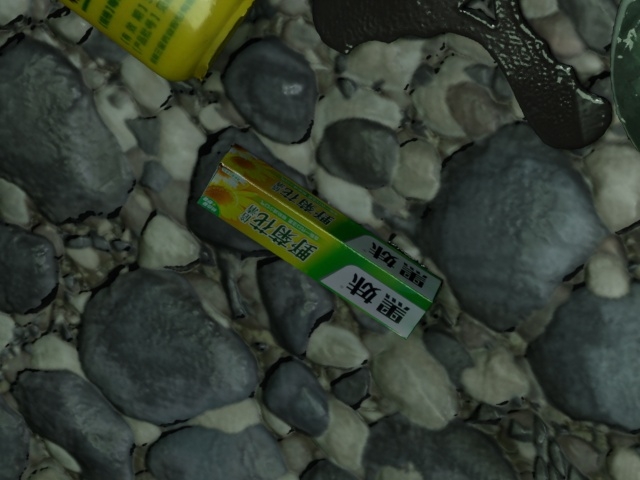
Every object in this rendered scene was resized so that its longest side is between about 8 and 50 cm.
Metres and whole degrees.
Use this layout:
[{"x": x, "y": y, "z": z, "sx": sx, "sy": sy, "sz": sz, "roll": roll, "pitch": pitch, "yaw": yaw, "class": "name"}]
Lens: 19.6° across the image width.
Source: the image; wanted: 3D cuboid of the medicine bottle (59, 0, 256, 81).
[{"x": -0.181, "y": -0.225, "z": 1.214, "sx": 0.309, "sy": 0.076, "sz": 0.111, "roll": 36, "pitch": 121, "yaw": -2, "class": "medicine bottle"}]

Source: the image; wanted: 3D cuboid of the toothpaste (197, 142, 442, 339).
[{"x": 0.000, "y": 0.000, "z": 1.297, "sx": 0.178, "sy": 0.037, "sz": 0.043, "roll": 34, "pitch": 121, "yaw": -1, "class": "toothpaste"}]

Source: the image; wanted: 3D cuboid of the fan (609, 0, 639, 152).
[{"x": 0.285, "y": -0.153, "z": 1.131, "sx": 0.223, "sy": 0.012, "sz": 0.294, "roll": 2, "pitch": 119, "yaw": 18, "class": "fan"}]

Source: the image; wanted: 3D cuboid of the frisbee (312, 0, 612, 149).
[{"x": 0.115, "y": -0.162, "z": 1.185, "sx": 0.211, "sy": 0.012, "sz": 0.187, "roll": 29, "pitch": 122, "yaw": 2, "class": "frisbee"}]
